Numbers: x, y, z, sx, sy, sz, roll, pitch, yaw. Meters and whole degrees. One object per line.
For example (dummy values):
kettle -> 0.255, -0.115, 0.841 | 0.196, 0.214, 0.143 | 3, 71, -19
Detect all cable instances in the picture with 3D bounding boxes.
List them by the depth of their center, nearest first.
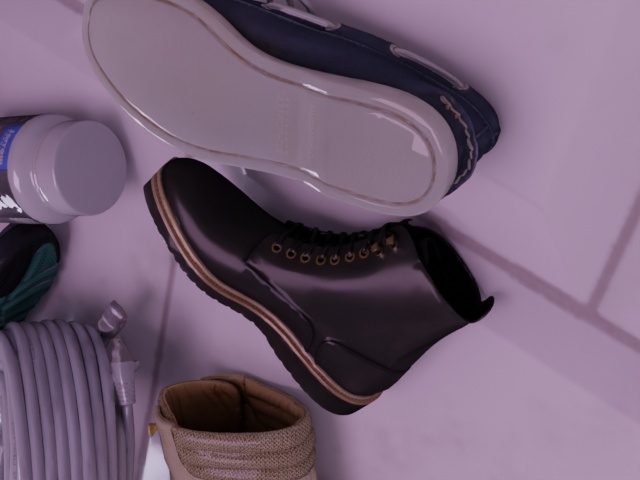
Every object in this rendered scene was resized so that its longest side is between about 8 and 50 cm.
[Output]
cable -> -0.213, 0.188, 0.912 | 0.257, 0.089, 0.257 | 148, 122, -61

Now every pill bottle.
pill bottle -> -0.207, -0.050, 0.852 | 0.137, 0.078, 0.078 | 1, 115, 40

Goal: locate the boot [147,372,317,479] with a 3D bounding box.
boot -> -0.095, 0.195, 0.892 | 0.262, 0.095, 0.203 | 4, 117, 38

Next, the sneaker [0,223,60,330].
sneaker -> -0.283, 0.034, 0.968 | 0.098, 0.083, 0.224 | 50, 137, 12

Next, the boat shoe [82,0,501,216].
boat shoe -> -0.022, -0.092, 0.669 | 0.254, 0.079, 0.095 | 20, 124, 28

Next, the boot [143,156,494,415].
boot -> 0.000, 0.000, 0.720 | 0.198, 0.077, 0.137 | 44, 132, -8
